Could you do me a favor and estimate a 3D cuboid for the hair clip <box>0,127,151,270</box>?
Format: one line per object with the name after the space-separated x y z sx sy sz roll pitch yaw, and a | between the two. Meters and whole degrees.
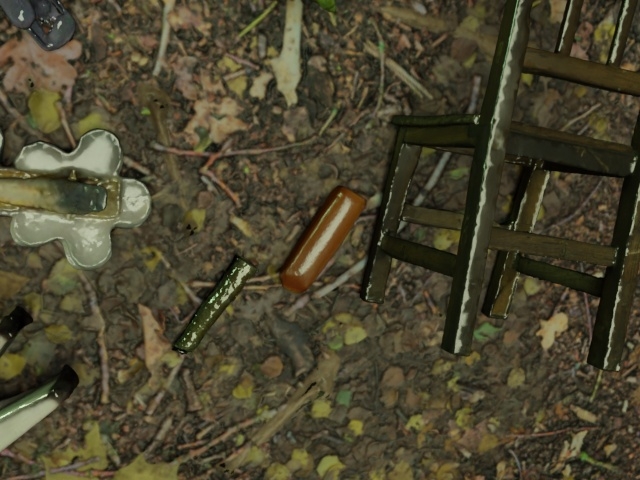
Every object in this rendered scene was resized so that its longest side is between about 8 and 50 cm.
-0.299 -0.045 0.768 0.257 0.075 0.146 5 98 -7 | hair clip

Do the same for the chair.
0.199 -0.107 0.790 0.203 0.240 0.416 9 96 -15 | chair

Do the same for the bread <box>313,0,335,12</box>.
-0.059 -0.413 0.665 0.376 0.251 0.208 36 48 -16 | bread

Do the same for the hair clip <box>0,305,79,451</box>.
-0.399 0.214 0.788 0.331 0.085 0.101 -40 105 4 | hair clip

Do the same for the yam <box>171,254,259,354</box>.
-0.116 0.076 0.854 0.033 0.027 0.129 34 93 -16 | yam

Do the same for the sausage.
0.000 0.000 0.857 0.039 0.041 0.131 34 92 -22 | sausage

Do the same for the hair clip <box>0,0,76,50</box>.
-0.317 -0.300 0.698 0.137 0.090 0.278 -43 108 -11 | hair clip
